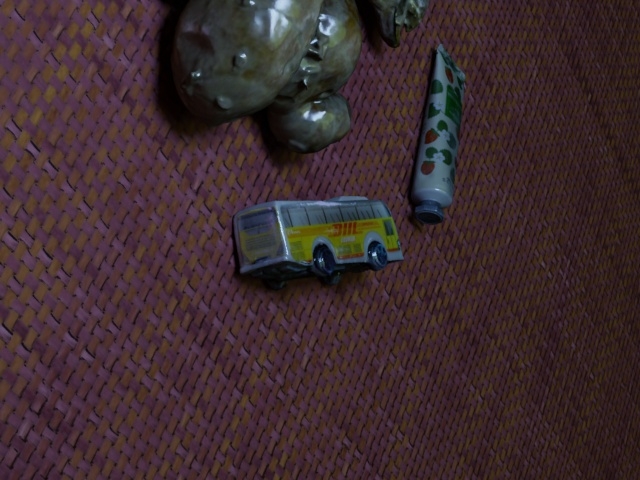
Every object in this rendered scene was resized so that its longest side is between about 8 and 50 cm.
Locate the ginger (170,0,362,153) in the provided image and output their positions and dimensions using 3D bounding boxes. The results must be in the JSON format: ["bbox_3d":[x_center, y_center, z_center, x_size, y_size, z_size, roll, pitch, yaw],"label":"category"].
[{"bbox_3d":[-0.042,-0.224,1.669,0.304,0.155,0.244,23,86,-57],"label":"ginger"}]

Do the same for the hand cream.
[{"bbox_3d":[0.176,-0.153,2.076,0.095,0.059,0.276,43,49,-48],"label":"hand cream"}]

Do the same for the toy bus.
[{"bbox_3d":[0.000,0.000,1.779,0.268,0.092,0.106,-3,80,-55],"label":"toy bus"}]

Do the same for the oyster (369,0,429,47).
[{"bbox_3d":[0.071,-0.414,1.875,0.337,0.133,0.197,54,44,-41],"label":"oyster"}]
